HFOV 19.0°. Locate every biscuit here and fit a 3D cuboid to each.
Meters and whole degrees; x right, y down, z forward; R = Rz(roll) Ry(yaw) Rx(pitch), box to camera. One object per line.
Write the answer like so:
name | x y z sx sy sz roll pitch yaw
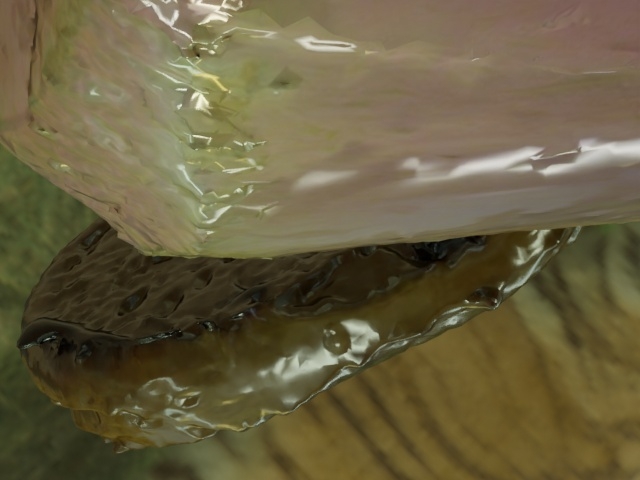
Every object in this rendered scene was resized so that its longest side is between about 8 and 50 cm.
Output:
biscuit | 0.000 0.002 0.873 0.296 0.296 0.075 -33 112 -23

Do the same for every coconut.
coconut | 0.034 -0.113 0.450 0.245 0.233 0.233 -6 134 -25
